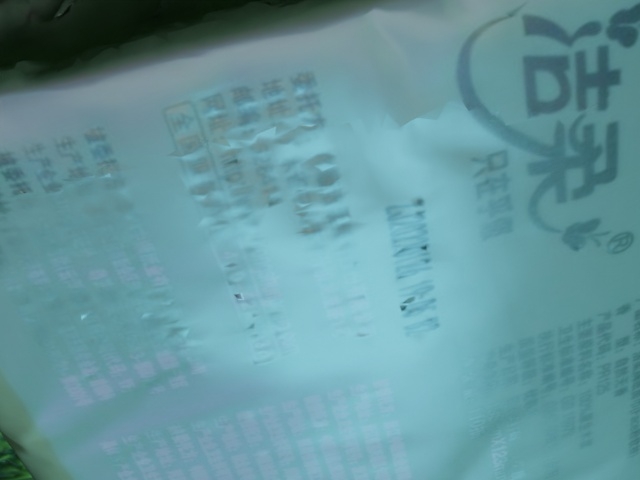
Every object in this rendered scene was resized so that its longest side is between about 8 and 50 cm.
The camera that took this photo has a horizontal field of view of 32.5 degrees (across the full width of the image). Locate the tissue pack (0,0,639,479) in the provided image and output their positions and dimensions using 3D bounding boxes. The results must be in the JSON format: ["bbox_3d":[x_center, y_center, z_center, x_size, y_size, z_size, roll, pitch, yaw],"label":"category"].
[{"bbox_3d":[0.000,0.000,0.541,0.331,0.205,0.405,-16,136,-2],"label":"tissue pack"}]
